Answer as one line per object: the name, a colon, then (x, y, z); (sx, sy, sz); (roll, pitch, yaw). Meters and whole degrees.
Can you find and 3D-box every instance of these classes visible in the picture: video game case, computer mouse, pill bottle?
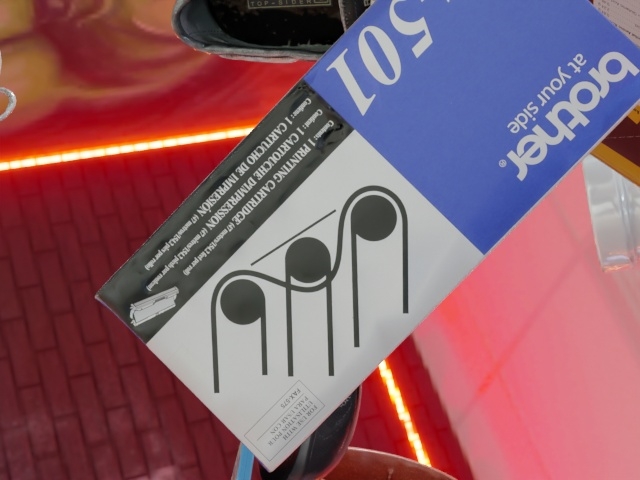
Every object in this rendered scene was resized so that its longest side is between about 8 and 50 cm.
video game case: (-0.085, 0.265, 1.162); (0.166, 0.015, 0.119); (107, -7, -56)
computer mouse: (0.011, 0.142, 1.188); (0.188, 0.072, 0.272); (43, -62, 59)
pill bottle: (0.404, -0.047, 1.152); (0.153, 0.265, 0.153); (-9, 90, -76)

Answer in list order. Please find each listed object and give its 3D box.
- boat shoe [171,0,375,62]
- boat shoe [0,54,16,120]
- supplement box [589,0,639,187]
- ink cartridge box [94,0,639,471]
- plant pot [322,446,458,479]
boat shoe: (0.044, -0.169, 0.785); (0.105, 0.306, 0.113); (-55, 145, -56)
boat shoe: (-0.372, -0.176, 1.134); (0.156, 0.136, 0.367); (57, -10, -12)
supplement box: (0.243, -0.107, 0.615); (0.191, 0.129, 0.194); (42, -19, 35)
ink cartridge box: (0.021, -0.020, 0.443); (0.097, 0.207, 0.046); (45, 4, 4)
plant pot: (0.069, 0.478, 1.719); (0.272, 0.272, 0.265); (23, -79, 64)
